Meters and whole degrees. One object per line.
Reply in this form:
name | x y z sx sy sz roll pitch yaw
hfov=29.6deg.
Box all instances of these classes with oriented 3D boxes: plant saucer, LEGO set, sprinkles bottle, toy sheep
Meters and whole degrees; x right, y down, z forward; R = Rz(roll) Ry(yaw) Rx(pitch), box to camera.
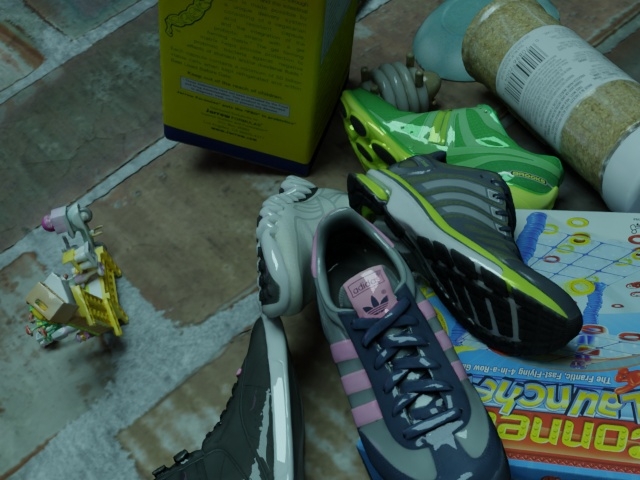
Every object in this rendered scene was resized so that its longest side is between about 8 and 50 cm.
plant saucer | 0.209 -0.281 1.565 0.194 0.037 0.195 -12 43 11
LEGO set | -0.293 0.069 1.349 0.107 0.132 0.287 -25 20 5
sprinkles bottle | 0.288 -0.148 1.333 0.121 0.121 0.355 -28 43 -6
toy sheep | 0.085 -0.176 1.472 0.132 0.091 0.091 -16 42 -6

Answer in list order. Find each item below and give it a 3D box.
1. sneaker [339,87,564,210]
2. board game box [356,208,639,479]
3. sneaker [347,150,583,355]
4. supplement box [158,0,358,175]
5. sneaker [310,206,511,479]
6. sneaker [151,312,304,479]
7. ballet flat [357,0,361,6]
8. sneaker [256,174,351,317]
sneaker | 0.144 -0.097 1.365 0.295 0.109 0.123 32 61 31
board game box | 0.225 0.108 1.127 0.308 0.086 0.302 2 48 24
sneaker | 0.147 -0.006 1.136 0.121 0.111 0.300 -32 45 -16
supplement box | -0.067 -0.281 1.414 0.195 0.357 0.194 16 51 8
sneaker | 0.060 0.099 1.043 0.112 0.131 0.319 -26 43 -4
sneaker | -0.091 0.190 1.159 0.146 0.105 0.296 -9 48 7
ballet flat | 0.007 -0.311 1.671 0.067 0.073 0.206 -16 31 49
sneaker | 0.000 0.000 1.263 0.118 0.110 0.292 5 20 8
